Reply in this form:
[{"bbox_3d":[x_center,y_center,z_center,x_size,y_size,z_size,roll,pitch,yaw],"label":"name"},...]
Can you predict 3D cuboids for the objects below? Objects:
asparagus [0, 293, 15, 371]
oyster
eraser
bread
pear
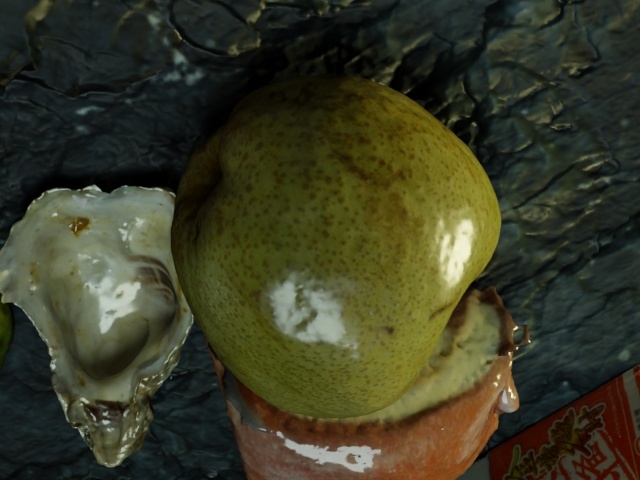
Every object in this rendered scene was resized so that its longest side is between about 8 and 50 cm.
[{"bbox_3d":[-0.317,0.157,1.301,0.082,0.085,0.343,-6,138,-30],"label":"asparagus"},{"bbox_3d":[-0.164,0.057,1.205,0.161,0.107,0.233,1,117,4],"label":"oyster"},{"bbox_3d":[0.208,0.225,1.327,0.230,0.157,0.038,-36,129,29],"label":"eraser"},{"bbox_3d":[0.036,0.107,1.194,0.244,0.190,0.123,-4,148,-2],"label":"bread"},{"bbox_3d":[0.000,0.000,1.062,0.211,0.188,0.228,30,88,-7],"label":"pear"}]
